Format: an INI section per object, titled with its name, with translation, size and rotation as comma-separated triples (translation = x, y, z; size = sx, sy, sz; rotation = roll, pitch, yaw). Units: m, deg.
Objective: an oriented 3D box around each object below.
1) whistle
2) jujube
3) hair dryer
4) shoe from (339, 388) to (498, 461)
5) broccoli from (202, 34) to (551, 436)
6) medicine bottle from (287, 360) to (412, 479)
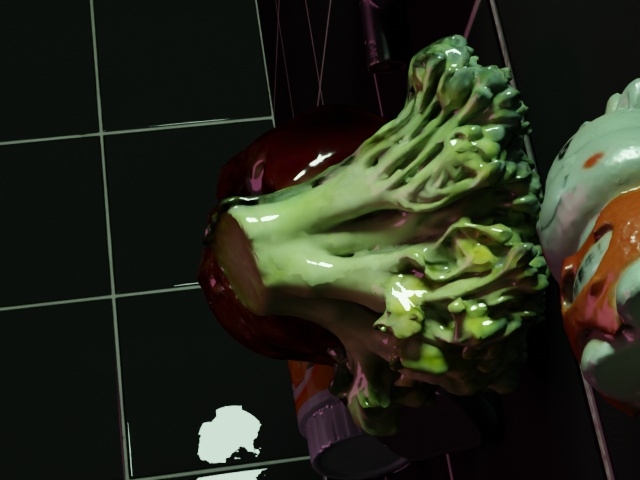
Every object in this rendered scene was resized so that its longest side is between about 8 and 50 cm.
[whistle]
translation = 0.157, 0.020, 0.471
size = 0.253, 0.106, 0.101
rotation = -103, -7, -49
[jujube]
translation = 0.000, 0.002, 1.132
size = 0.377, 0.277, 0.276
rotation = 132, 132, -79
[hair dryer]
translation = 0.078, -0.292, 1.118
size = 0.195, 0.050, 0.173
rotation = 128, 134, -75
[shoe]
translation = 0.112, 0.156, 1.063
size = 0.108, 0.093, 0.241
rotation = 46, 156, -9
[broccoli]
translation = 0.048, 0.007, 0.766
size = 0.248, 0.246, 0.288
rotation = -158, 56, -72
[medicine bottle]
translation = 0.033, 0.150, 1.407
size = 0.158, 0.158, 0.318
rotation = 92, 169, -52
